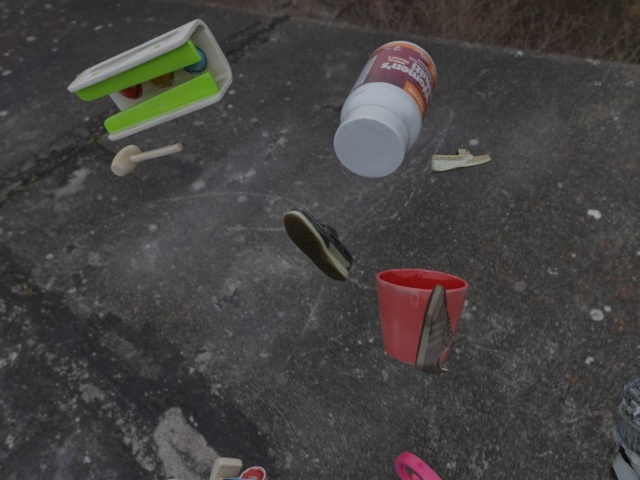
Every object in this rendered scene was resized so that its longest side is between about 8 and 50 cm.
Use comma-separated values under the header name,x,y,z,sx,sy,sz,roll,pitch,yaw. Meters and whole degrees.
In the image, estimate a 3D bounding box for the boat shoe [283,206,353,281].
name,x,y,z,sx,sy,sz,roll,pitch,yaw
boat shoe,0.000,0.000,0.681,0.056,0.152,0.049,5,54,39

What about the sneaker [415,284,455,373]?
name,x,y,z,sx,sy,sz,roll,pitch,yaw
sneaker,0.252,0.189,0.980,0.071,0.066,0.188,13,94,9

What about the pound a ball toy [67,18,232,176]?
name,x,y,z,sx,sy,sz,roll,pitch,yaw
pound a ball toy,-0.326,-0.278,0.927,0.320,0.208,0.135,-13,41,21

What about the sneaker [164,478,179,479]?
name,x,y,z,sx,sy,sz,roll,pitch,yaw
sneaker,-0.362,0.581,0.914,0.240,0.091,0.126,-10,55,-51

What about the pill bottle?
name,x,y,z,sx,sy,sz,roll,pitch,yaw
pill bottle,0.100,-0.202,0.705,0.121,0.121,0.221,5,46,21

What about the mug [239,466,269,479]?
name,x,y,z,sx,sy,sz,roll,pitch,yaw
mug,-0.220,0.845,1.510,0.151,0.169,0.113,-15,18,-11

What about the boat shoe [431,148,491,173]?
name,x,y,z,sx,sy,sz,roll,pitch,yaw
boat shoe,0.313,-0.182,1.033,0.136,0.045,0.050,-10,3,-6

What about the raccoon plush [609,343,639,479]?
name,x,y,z,sx,sy,sz,roll,pitch,yaw
raccoon plush,0.497,0.188,0.390,0.447,0.216,0.299,-32,78,24

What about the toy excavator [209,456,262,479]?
name,x,y,z,sx,sy,sz,roll,pitch,yaw
toy excavator,-0.248,0.817,1.366,0.223,0.445,0.432,17,42,-23

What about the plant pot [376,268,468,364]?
name,x,y,z,sx,sy,sz,roll,pitch,yaw
plant pot,0.302,0.233,1.431,0.275,0.243,0.275,3,10,0

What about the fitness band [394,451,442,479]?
name,x,y,z,sx,sy,sz,roll,pitch,yaw
fitness band,0.369,0.843,1.557,0.054,0.209,0.291,-36,62,-25
